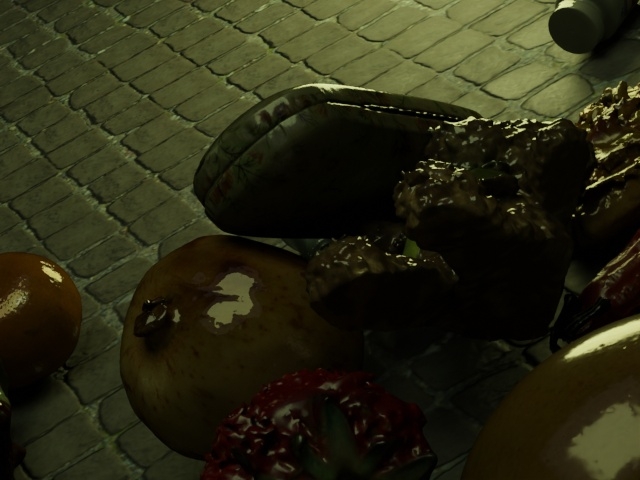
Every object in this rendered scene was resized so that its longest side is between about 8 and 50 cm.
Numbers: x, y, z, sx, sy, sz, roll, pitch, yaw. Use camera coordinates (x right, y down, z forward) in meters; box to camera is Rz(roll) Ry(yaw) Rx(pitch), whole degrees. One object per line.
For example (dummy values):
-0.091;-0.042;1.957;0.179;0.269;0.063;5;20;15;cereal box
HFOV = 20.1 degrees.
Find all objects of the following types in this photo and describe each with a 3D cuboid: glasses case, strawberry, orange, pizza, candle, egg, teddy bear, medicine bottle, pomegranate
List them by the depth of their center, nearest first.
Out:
0.235;0.168;1.163;0.322;0.250;0.250;-27;25;-30;egg
-0.013;0.186;1.420;0.184;0.187;0.201;5;3;-18;strawberry
0.121;-0.035;1.550;0.246;0.296;0.223;-36;53;29;teddy bear
-0.076;0.090;1.577;0.215;0.215;0.215;-19;28;10;pomegranate
0.295;0.009;1.606;0.301;0.059;0.084;-39;24;-29;candle
0.036;-0.069;1.683;0.156;0.098;0.425;-41;-19;23;glasses case
0.295;-0.091;1.756;0.161;0.086;0.305;-8;30;30;pizza
-0.323;0.088;1.895;0.156;0.124;0.156;-13;46;13;orange
0.318;-0.276;2.072;0.079;0.079;0.140;-1;35;38;medicine bottle

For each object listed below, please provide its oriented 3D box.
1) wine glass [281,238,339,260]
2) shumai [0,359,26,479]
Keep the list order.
0.000;0.000;1.843;0.072;0.072;0.155;-26;27;-4;wine glass
-0.423;0.184;1.713;0.271;0.222;0.204;-15;31;-2;shumai
